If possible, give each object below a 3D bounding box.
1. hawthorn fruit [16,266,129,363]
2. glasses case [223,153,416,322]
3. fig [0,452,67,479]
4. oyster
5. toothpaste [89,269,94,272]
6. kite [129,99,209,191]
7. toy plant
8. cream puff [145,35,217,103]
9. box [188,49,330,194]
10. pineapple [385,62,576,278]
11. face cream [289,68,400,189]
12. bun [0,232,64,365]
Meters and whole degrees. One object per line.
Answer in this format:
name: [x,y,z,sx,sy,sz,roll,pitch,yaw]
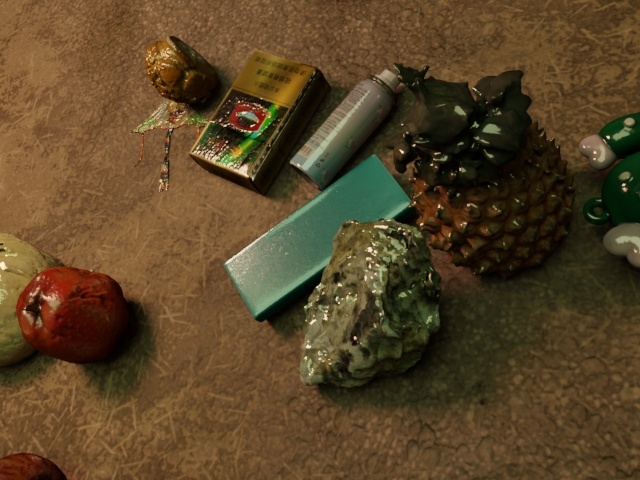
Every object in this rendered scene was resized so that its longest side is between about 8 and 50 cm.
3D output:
hawthorn fruit: [-0.412,0.118,1.126,0.173,0.179,0.173,-30,35,24]
glasses case: [0.001,0.002,1.062,0.301,0.070,0.117,-34,63,4]
fig: [-0.485,0.430,1.025,0.207,0.175,0.175,-35,56,23]
oyster: [0.063,0.099,0.920,0.198,0.112,0.268,15,106,32]
toothpaste: [-0.423,0.094,1.232,0.027,0.019,0.083,-4,68,4]
kite: [-0.302,-0.204,1.326,0.198,0.006,0.244,-5,65,22]
toy plant: [0.458,-0.066,0.860,0.243,0.112,0.232,3,63,19]
cream puff: [-0.274,-0.323,1.294,0.103,0.144,0.126,-43,34,16]
box: [-0.107,-0.215,1.206,0.159,0.071,0.240,24,78,28]
pineapple: [0.198,-0.101,0.847,0.223,0.357,0.223,-12,61,22]
face cream: [0.049,-0.192,1.123,0.075,0.075,0.229,39,86,33]
bun: [-0.599,0.104,1.229,0.259,0.152,0.259,-9,62,18]
